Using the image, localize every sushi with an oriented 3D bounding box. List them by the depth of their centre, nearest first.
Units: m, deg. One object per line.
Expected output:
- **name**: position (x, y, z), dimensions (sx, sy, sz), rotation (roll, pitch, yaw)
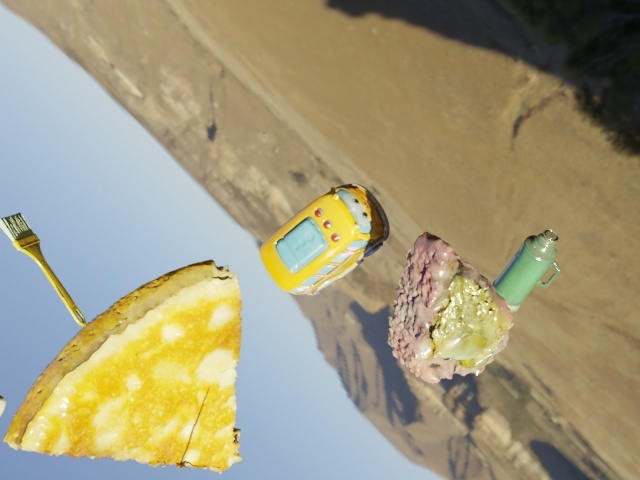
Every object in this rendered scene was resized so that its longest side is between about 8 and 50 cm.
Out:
- **sushi**: position (0.196, 0.095, 1.226), dimensions (0.107, 0.162, 0.241), rotation (44, 133, 51)

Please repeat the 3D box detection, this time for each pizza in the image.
- **pizza**: position (-0.272, 0.269, 1.466), dimensions (0.130, 0.440, 0.406), rotation (32, 155, 49)

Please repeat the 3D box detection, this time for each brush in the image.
- **brush**: position (-0.418, 0.047, 1.321), dimensions (0.205, 0.011, 0.083), rotation (56, -174, -5)

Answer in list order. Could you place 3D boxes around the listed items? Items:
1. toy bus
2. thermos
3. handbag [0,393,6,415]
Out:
- **toy bus**: position (0.000, 0.000, 1.430), dimensions (0.126, 0.209, 0.136), rotation (57, -156, 12)
- **thermos**: position (0.402, 0.057, 1.679), dimensions (0.073, 0.187, 0.083), rotation (-5, -131, -33)
- **handbag**: position (-0.691, 0.380, 1.602), dimensions (0.079, 0.256, 0.219), rotation (45, -147, 7)
